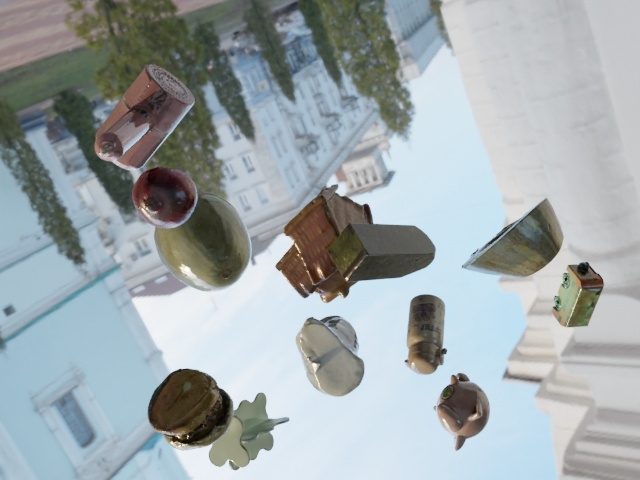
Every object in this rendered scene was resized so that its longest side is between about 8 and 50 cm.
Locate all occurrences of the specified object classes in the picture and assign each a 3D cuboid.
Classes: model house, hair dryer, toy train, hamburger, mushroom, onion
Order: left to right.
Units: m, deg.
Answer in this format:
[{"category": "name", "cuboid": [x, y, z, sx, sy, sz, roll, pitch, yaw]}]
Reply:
[{"category": "hair dryer", "cuboid": [-0.390, -0.216, 1.282, 0.210, 0.125, 0.352, -45, -166, 20]}, {"category": "onion", "cuboid": [-0.311, -0.086, 1.276, 0.131, 0.131, 0.131, -21, -163, 7]}, {"category": "hamburger", "cuboid": [-0.285, 0.371, 1.389, 0.186, 0.113, 0.177, -21, -138, 13]}, {"category": "model house", "cuboid": [0.001, 0.001, 1.450, 0.200, 0.229, 0.219, -32, -131, 26]}, {"category": "mushroom", "cuboid": [0.024, 0.209, 1.280, 0.122, 0.159, 0.329, -7, -179, 4]}, {"category": "toy train", "cuboid": [0.676, 0.146, 1.687, 0.072, 0.188, 0.099, 0, -145, -7]}]

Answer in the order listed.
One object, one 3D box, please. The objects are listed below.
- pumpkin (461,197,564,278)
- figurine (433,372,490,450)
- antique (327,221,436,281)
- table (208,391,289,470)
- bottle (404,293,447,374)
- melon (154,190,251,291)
[{"category": "pumpkin", "cuboid": [0.399, 0.014, 1.280, 0.217, 0.110, 0.217, -46, 175, -5]}, {"category": "figurine", "cuboid": [0.301, 0.361, 1.365, 0.125, 0.125, 0.138, -18, -153, 14]}, {"category": "antique", "cuboid": [0.128, 0.023, 1.231, 0.221, 0.081, 0.080, 1, 139, -42]}, {"category": "table", "cuboid": [-0.194, 0.515, 1.734, 0.167, 0.166, 0.198, -12, 178, 31]}, {"category": "bottle", "cuboid": [0.278, 0.247, 1.656, 0.110, 0.097, 0.209, -9, -135, 22]}, {"category": "melon", "cuboid": [-0.324, 0.002, 1.771, 0.272, 0.307, 0.271, -21, 161, -8]}]
